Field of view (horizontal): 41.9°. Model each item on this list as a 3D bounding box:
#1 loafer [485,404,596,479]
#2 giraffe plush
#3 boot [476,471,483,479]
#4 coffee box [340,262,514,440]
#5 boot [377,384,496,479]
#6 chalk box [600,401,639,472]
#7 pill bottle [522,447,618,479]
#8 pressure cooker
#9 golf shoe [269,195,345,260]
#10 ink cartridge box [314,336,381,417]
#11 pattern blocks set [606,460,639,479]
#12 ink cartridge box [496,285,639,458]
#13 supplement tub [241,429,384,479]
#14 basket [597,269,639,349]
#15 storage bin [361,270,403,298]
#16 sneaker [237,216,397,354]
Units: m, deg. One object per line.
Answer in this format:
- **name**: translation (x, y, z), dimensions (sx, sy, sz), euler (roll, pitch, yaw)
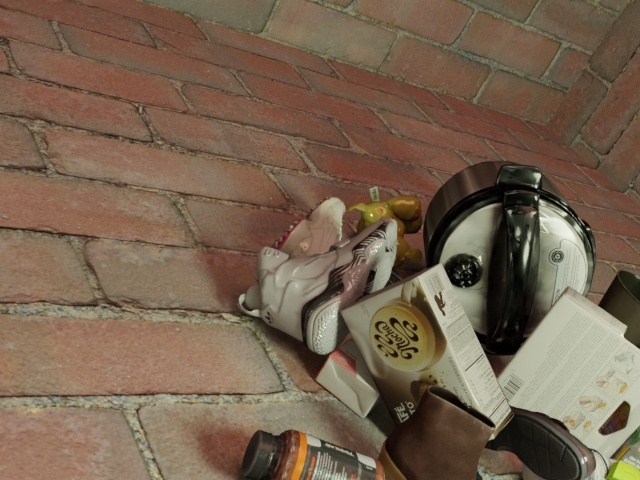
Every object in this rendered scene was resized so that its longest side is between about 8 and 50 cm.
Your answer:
- **loafer**: translation (0.378, 0.340, 1.483), dimensions (0.095, 0.109, 0.303), euler (-13, 10, -28)
- **giraffe plush**: translation (0.165, -0.006, 1.985), dimensions (0.210, 0.182, 0.170), euler (42, 32, -55)
- **boot**: translation (0.222, 0.405, 1.421), dimensions (0.121, 0.045, 0.099), euler (42, 30, 8)
- **coffee box**: translation (0.186, 0.213, 1.452), dimensions (0.119, 0.168, 0.297), euler (-22, 86, -59)
- **boot**: translation (0.216, 0.366, 1.299), dimensions (0.248, 0.206, 0.090), euler (35, 27, 11)
- **chalk box**: translation (0.642, 0.410, 1.647), dimensions (0.132, 0.213, 0.132), euler (29, 26, -2)
- **pill bottle**: translation (0.476, 0.436, 1.554), dimensions (0.180, 0.108, 0.108), euler (16, 29, -27)
- **pressure cooker**: translation (0.414, 0.034, 1.887), dimensions (0.370, 0.376, 0.420), euler (50, 15, -9)
- **golf shoe**: translation (0.000, 0.000, 1.869), dimensions (0.140, 0.115, 0.306), euler (43, 33, 2)
- **ink cartridge box**: translation (0.089, 0.235, 1.562), dimensions (0.115, 0.067, 0.198), euler (37, 27, 13)
- **pattern blocks set**: translation (0.547, 0.520, 1.449), dimensions (0.325, 0.026, 0.285), euler (20, 50, -23)
- **ink cartridge box**: translation (0.506, 0.283, 1.644), dimensions (0.261, 0.296, 0.066), euler (38, 27, 14)
- **supplement tub**: translation (-0.012, 0.342, 1.225), dimensions (0.198, 0.106, 0.106), euler (23, 27, -14)
- **basket**: translation (0.746, 0.222, 2.077), dimensions (0.154, 0.226, 0.204), euler (17, 28, -25)
- **storage bin**: translation (0.101, 0.121, 1.762), dimensions (0.122, 0.084, 0.180), euler (39, 28, 17)
- **sneaker**: translation (0.002, 0.053, 1.610), dimensions (0.210, 0.137, 0.366), euler (18, 43, 21)
